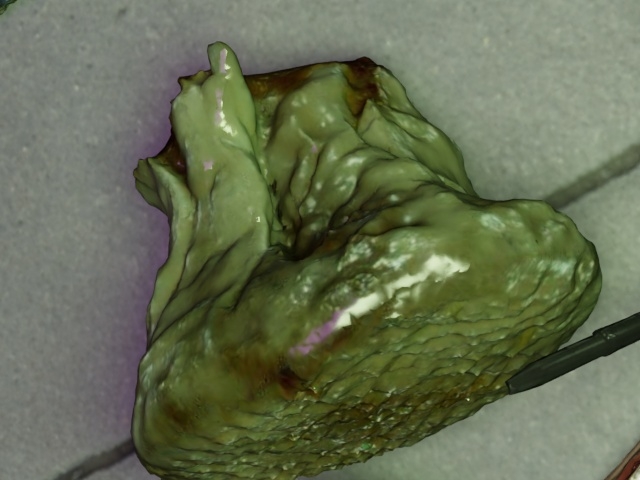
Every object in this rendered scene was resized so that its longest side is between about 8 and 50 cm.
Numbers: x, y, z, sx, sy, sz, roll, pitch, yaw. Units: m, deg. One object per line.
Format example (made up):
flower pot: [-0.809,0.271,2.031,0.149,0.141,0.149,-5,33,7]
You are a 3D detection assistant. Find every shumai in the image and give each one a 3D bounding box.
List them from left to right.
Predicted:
shumai: [0.000,0.000,1.366,0.397,0.324,0.323,-32,64,25]

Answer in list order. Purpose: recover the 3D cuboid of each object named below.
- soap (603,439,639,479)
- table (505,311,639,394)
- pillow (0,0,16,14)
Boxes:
soap: [0.315,0.294,1.359,0.273,0.098,0.218,41,106,13]
table: [0.305,0.014,1.200,0.317,0.249,0.317,10,105,44]
pillow: [-0.328,-0.297,1.597,0.255,0.034,0.189,-26,84,20]
